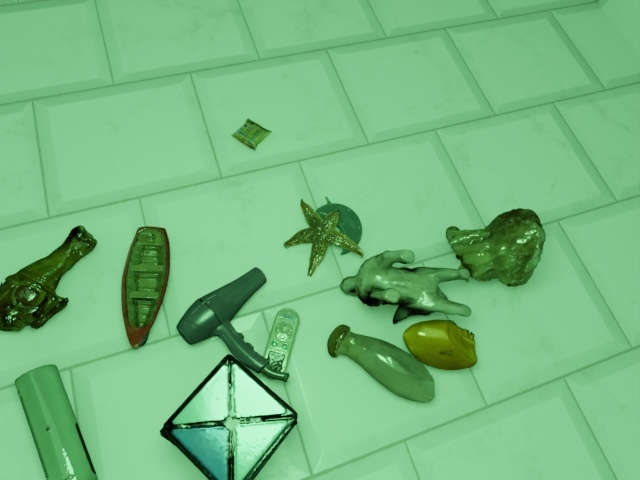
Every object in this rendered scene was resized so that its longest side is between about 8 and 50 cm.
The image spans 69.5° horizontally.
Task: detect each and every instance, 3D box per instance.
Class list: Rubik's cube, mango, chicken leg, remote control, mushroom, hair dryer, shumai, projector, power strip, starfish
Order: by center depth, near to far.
[{"bbox_3d":[-0.225,0.484,1.203,0.250,0.248,0.246,38,68,11],"label":"Rubik's cube"},{"bbox_3d":[-0.698,0.500,1.214,0.108,0.108,0.338,-26,72,-17],"label":"projector"},{"bbox_3d":[-0.800,0.122,1.351,0.211,0.140,0.361,39,71,19],"label":"chicken leg"},{"bbox_3d":[-0.209,0.273,1.366,0.301,0.121,0.361,-38,73,-26],"label":"hair dryer"},{"bbox_3d":[0.183,0.365,1.377,0.350,0.128,0.128,26,66,8],"label":"mushroom"},{"bbox_3d":[0.362,0.314,1.395,0.252,0.154,0.126,18,46,-17],"label":"mango"},{"bbox_3d":[-0.122,0.312,1.405,0.078,0.042,0.221,16,66,-1],"label":"remote control"},{"bbox_3d":[0.547,0.006,1.490,0.262,0.314,0.267,9,78,2],"label":"shumai"},{"bbox_3d":[0.000,0.002,1.536,0.295,0.048,0.231,39,89,13],"label":"starfish"},{"bbox_3d":[0.062,-0.062,1.592,0.137,0.044,0.216,-31,74,-18],"label":"power strip"}]

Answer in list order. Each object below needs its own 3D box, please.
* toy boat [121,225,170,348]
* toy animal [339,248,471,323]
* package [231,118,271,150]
[{"bbox_3d":[-0.533,0.141,1.409,0.136,0.079,0.392,2,65,-9],"label":"toy boat"},{"bbox_3d":[0.251,0.152,1.436,0.344,0.302,0.194,19,68,-25],"label":"toy animal"},{"bbox_3d":[-0.256,-0.394,1.708,0.108,0.031,0.121,32,61,7],"label":"package"}]
